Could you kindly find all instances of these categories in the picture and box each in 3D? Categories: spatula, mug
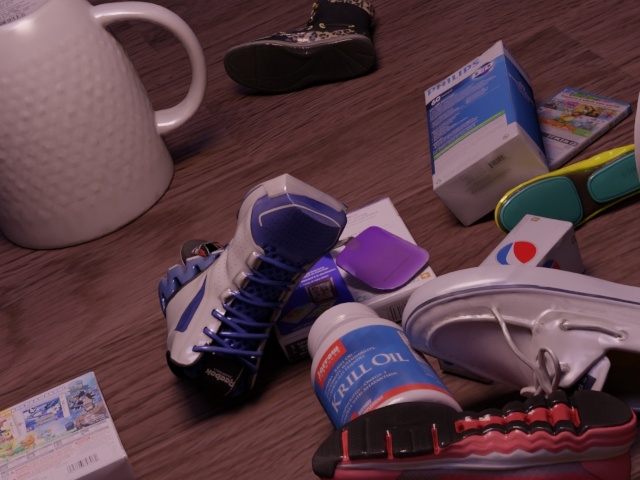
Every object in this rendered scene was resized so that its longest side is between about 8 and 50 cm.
[{"bbox_3d":[0.000,0.000,1.948,0.296,0.030,0.084,17,49,42],"label":"spatula"},{"bbox_3d":[-0.345,-0.212,2.249,0.374,0.328,0.276,-18,33,2],"label":"mug"}]

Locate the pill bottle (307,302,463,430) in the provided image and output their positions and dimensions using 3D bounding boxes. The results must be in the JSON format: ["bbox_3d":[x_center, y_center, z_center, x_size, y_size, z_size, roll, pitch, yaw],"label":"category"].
[{"bbox_3d":[0.061,0.159,1.679,0.124,0.124,0.221,-24,32,-8],"label":"pill bottle"}]

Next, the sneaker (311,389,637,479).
[{"bbox_3d":[0.148,0.233,1.502,0.313,0.136,0.116,-5,16,9],"label":"sneaker"}]

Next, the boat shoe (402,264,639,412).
[{"bbox_3d":[0.260,0.133,1.593,0.367,0.136,0.156,8,45,5],"label":"boat shoe"}]

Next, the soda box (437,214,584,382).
[{"bbox_3d":[0.214,0.063,1.789,0.069,0.074,0.216,12,43,39],"label":"soda box"}]

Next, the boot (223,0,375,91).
[{"bbox_3d":[-0.025,-0.314,2.468,0.236,0.085,0.179,-5,32,10],"label":"boot"}]

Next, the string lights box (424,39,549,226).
[{"bbox_3d":[0.214,-0.146,2.060,0.133,0.077,0.260,-33,27,21],"label":"string lights box"}]

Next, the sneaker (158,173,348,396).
[{"bbox_3d":[-0.084,0.078,1.819,0.315,0.127,0.182,-41,37,40],"label":"sneaker"}]

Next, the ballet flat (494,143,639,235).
[{"bbox_3d":[0.314,-0.061,1.939,0.231,0.077,0.077,-22,11,-9],"label":"ballet flat"}]

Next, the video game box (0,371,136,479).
[{"bbox_3d":[-0.331,0.253,1.810,0.205,0.048,0.187,-23,35,-8],"label":"video game box"}]

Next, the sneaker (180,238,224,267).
[{"bbox_3d":[-0.138,0.021,2.041,0.061,0.065,0.158,-32,35,-20],"label":"sneaker"}]

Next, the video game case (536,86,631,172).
[{"bbox_3d":[0.319,-0.149,2.107,0.166,0.015,0.119,-36,36,-24],"label":"video game case"}]

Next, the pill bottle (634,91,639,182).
[{"bbox_3d":[0.565,-0.114,1.736,0.392,0.224,0.224,6,40,34],"label":"pill bottle"}]

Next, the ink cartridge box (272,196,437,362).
[{"bbox_3d":[0.026,0.046,1.937,0.206,0.045,0.208,-21,34,-3],"label":"ink cartridge box"}]
